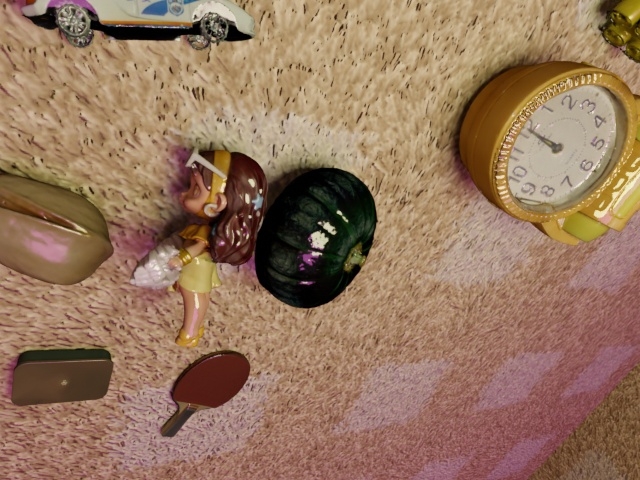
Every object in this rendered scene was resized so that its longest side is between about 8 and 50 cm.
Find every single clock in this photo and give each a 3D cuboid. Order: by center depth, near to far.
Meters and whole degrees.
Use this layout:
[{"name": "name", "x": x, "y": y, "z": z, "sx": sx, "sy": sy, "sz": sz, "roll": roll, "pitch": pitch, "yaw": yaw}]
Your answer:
[{"name": "clock", "x": 0.366, "y": -0.140, "z": 0.685, "sx": 0.317, "sy": 0.200, "sz": 0.244, "roll": 16, "pitch": 112, "yaw": -26}]

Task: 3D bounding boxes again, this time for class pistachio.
[{"name": "pistachio", "x": -0.306, "y": -0.013, "z": 0.477, "sx": 0.113, "sy": 0.113, "sz": 0.149, "roll": -48, "pitch": 132, "yaw": 12}]

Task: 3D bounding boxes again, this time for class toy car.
[{"name": "toy car", "x": -0.163, "y": -0.212, "z": 0.414, "sx": 0.205, "sy": 0.095, "sz": 0.056, "roll": -10, "pitch": 109, "yaw": -22}]

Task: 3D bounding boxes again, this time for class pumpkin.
[{"name": "pumpkin", "x": 0.000, "y": 0.000, "z": 0.606, "sx": 0.202, "sy": 0.140, "sz": 0.202, "roll": -43, "pitch": 151, "yaw": -30}]

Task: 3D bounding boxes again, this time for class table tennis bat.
[{"name": "table tennis bat", "x": -0.219, "y": 0.284, "z": 0.806, "sx": 0.130, "sy": 0.019, "sz": 0.220, "roll": 32, "pitch": 104, "yaw": -40}]

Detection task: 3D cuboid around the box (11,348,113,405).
[{"name": "box", "x": -0.381, "y": 0.201, "z": 0.650, "sx": 0.126, "sy": 0.031, "sz": 0.091, "roll": 6, "pitch": 121, "yaw": -31}]

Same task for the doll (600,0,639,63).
[{"name": "doll", "x": 0.530, "y": -0.375, "z": 0.635, "sx": 0.221, "sy": 0.143, "sz": 0.135, "roll": -43, "pitch": 160, "yaw": 15}]

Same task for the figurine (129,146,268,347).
[{"name": "figurine", "x": -0.141, "y": 0.005, "z": 0.534, "sx": 0.116, "sy": 0.175, "sz": 0.240, "roll": 24, "pitch": 91, "yaw": -13}]
